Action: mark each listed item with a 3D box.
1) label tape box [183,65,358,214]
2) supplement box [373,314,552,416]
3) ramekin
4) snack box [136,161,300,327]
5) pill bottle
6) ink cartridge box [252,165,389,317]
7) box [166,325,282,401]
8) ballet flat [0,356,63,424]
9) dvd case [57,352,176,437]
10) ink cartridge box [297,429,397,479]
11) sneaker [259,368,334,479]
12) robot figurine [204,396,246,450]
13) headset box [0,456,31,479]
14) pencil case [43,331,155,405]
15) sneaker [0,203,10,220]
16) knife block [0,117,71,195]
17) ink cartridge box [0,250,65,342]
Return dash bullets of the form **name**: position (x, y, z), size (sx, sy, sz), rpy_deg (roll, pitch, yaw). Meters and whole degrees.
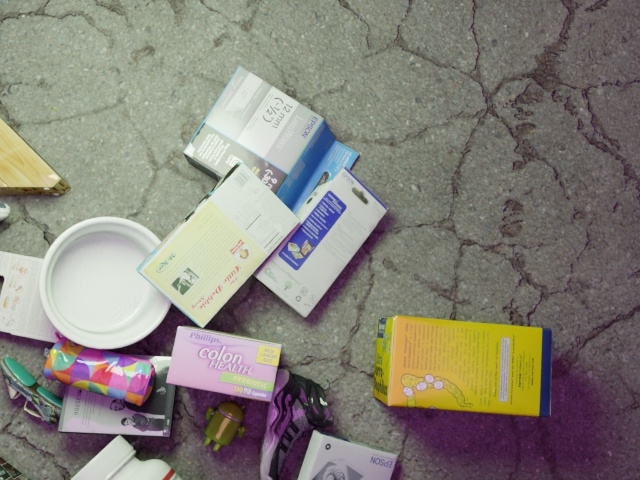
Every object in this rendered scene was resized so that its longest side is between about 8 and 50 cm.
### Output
- **label tape box**: position (-0.109, -0.209, 1.541), size (0.347, 0.115, 0.249), rpy_deg (31, 81, 1)
- **supplement box**: position (0.314, 0.282, 1.474), size (0.356, 0.194, 0.195), rpy_deg (5, 82, -4)
- **ramekin**: position (-0.469, 0.091, 1.415), size (0.277, 0.135, 0.277), rpy_deg (1, 87, -28)
- **snack box**: position (-0.218, 0.008, 1.414), size (0.322, 0.060, 0.187), rpy_deg (-48, 110, -10)
- **pill bottle**: position (-0.344, 0.613, 1.348), size (0.229, 0.229, 0.408), rpy_deg (-44, 88, -9)
- **ink cartridge box**: position (0.000, 0.000, 1.522), size (0.165, 0.065, 0.333), rpy_deg (43, 81, -21)
- **box**: position (-0.201, 0.260, 1.402), size (0.213, 0.243, 0.117), rpy_deg (11, 81, -5)
- **ballet flat**: position (-0.648, 0.339, 1.439), size (0.188, 0.070, 0.070), rpy_deg (39, 80, 2)
- **dvd case**: position (-0.445, 0.342, 1.449), size (0.238, 0.029, 0.179), rpy_deg (5, 67, -7)
- **ink cartridge box**: position (0.046, 0.557, 1.442), size (0.223, 0.045, 0.224), rpy_deg (23, 82, -28)
- **sneaker**: position (-0.051, 0.432, 1.465), size (0.153, 0.101, 0.269), rpy_deg (10, 82, -5)
- **robot figurine**: position (-0.217, 0.415, 1.468), size (0.101, 0.067, 0.115), rpy_deg (28, 80, 7)
- **headset box**: position (-0.753, 0.566, 1.373), size (0.293, 0.110, 0.218), rpy_deg (38, 80, 0)
- **pencil case**: position (-0.474, 0.279, 1.399), size (0.236, 0.104, 0.104), rpy_deg (19, 81, -4)
- **sneaker**: position (-0.795, 0.013, 1.453), size (0.234, 0.094, 0.153), rpy_deg (-18, 86, -8)
- **knife block**: position (-0.723, -0.228, 1.495), size (0.275, 0.088, 0.242), rpy_deg (0, 83, -5)
- **ink cartridge box**: position (-0.639, 0.131, 1.477), size (0.224, 0.056, 0.181), rpy_deg (10, 82, 1)
